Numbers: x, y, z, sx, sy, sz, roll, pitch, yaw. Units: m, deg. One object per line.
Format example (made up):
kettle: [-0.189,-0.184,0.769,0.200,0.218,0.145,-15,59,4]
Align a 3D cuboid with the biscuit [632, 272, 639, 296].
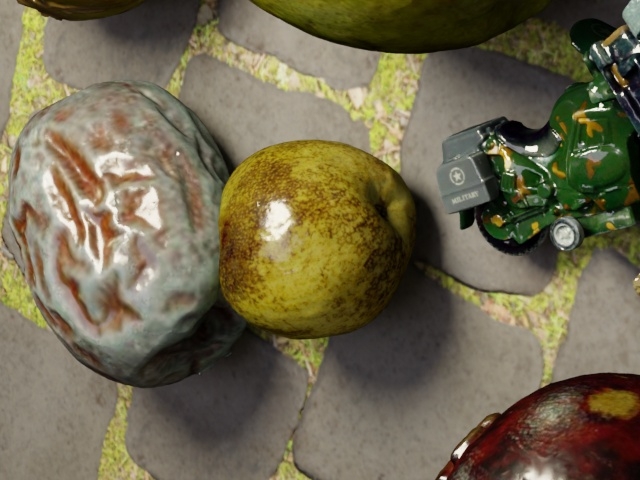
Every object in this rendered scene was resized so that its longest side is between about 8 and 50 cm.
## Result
biscuit: [0.374,-0.011,1.584,0.237,0.131,0.026,-47,40,33]

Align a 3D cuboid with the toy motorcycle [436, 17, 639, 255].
toy motorcycle: [0.217,-0.089,1.708,0.275,0.125,0.187,-18,93,39]

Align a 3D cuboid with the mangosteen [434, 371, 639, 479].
mangosteen: [0.258,0.276,1.610,0.360,0.306,0.306,33,116,20]

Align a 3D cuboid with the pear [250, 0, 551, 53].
pear: [0.050,-0.329,1.676,0.413,0.352,0.352,43,120,27]

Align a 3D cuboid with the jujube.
jujube: [-0.199,-0.014,1.990,0.246,0.215,0.308,-52,60,34]

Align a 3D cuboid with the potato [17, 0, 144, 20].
potato: [-0.252,-0.305,1.960,0.247,0.299,0.196,19,117,2]

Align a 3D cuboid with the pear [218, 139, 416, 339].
pear: [0.000,0.000,1.852,0.197,0.197,0.197,6,99,38]

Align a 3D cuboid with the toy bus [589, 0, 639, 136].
toy bus: [0.392,-0.186,1.505,0.323,0.194,0.162,-42,69,38]
